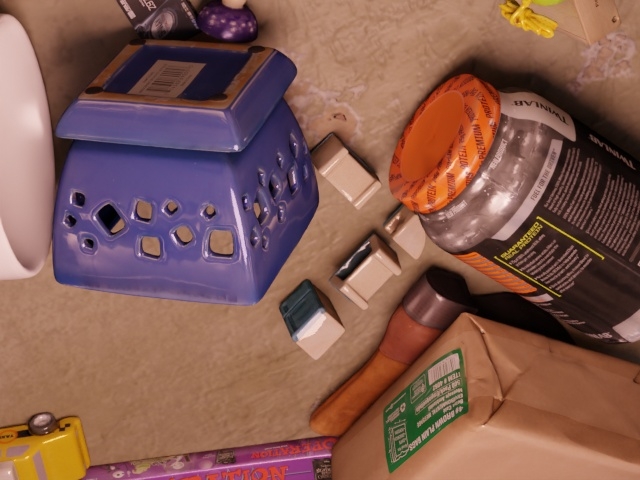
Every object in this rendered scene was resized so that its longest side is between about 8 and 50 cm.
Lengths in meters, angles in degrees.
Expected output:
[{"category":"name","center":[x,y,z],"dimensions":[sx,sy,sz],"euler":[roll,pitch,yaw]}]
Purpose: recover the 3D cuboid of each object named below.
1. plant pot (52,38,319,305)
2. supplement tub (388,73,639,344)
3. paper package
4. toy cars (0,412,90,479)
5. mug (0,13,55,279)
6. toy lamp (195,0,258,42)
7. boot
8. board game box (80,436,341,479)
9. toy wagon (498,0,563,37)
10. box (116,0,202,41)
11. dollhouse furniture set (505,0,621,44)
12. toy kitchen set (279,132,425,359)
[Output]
[{"category":"plant pot","center":[-0.145,-0.085,1.637],"dimensions":[0.236,0.236,0.212],"euler":[7,121,15]},{"category":"supplement tub","center":[0.258,-0.038,1.763],"dimensions":[0.338,0.207,0.207],"euler":[30,113,-23]},{"category":"paper package","center":[0.213,0.272,1.896],"dimensions":[0.310,0.168,0.325],"euler":[17,136,-27]},{"category":"toy cars","center":[-0.474,0.243,1.907],"dimensions":[0.394,0.087,0.176],"euler":[28,113,-21]},{"category":"mug","center":[-0.474,-0.133,1.605],"dimensions":[0.328,0.276,0.374],"euler":[-4,91,4]},{"category":"toy lamp","center":[-0.068,-0.344,1.614],"dimensions":[0.080,0.080,0.274],"euler":[10,118,-13]},{"category":"boot","center":[0.163,0.189,1.956],"dimensions":[0.264,0.096,0.280],"euler":[17,123,-28]},{"category":"board game box","center":[-0.132,0.371,2.052],"dimensions":[0.347,0.056,0.208],"euler":[-7,117,-3]},{"category":"toy wagon","center":[0.276,-0.363,1.508],"dimensions":[0.068,0.267,0.344],"euler":[26,96,-54]},{"category":"box","center":[-0.176,-0.251,1.690],"dimensions":[0.067,0.018,0.083],"euler":[-26,121,8]},{"category":"dollhouse furniture set","center":[0.323,-0.334,1.658],"dimensions":[0.242,0.161,0.212],"euler":[-34,124,-11]},{"category":"toy kitchen set","center":[0.000,0.000,1.828],"dimensions":[0.166,0.122,0.207],"euler":[43,95,-17]}]
